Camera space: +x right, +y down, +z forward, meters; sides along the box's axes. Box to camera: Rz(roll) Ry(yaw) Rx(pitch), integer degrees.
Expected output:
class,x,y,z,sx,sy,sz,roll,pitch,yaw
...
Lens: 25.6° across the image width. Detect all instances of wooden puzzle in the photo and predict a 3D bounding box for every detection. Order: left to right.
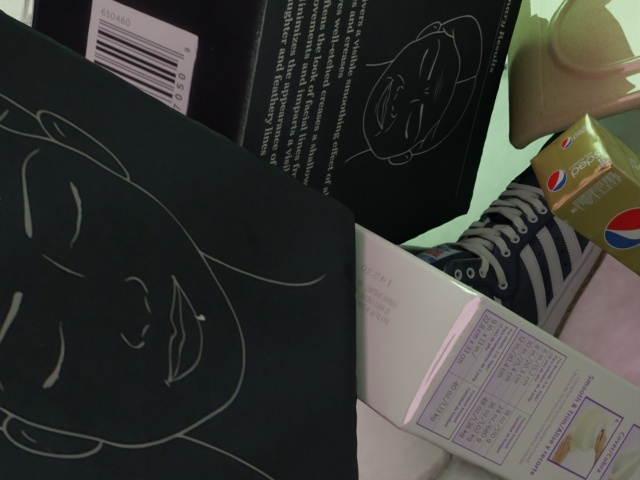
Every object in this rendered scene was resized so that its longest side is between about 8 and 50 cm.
class,x,y,z,sx,sy,sz,roll,pitch,yaw
wooden puzzle,0.318,-0.246,1.205,0.348,0.080,0.322,-19,51,31

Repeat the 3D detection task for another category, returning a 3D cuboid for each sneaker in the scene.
class,x,y,z,sx,sy,sz,roll,pitch,yaw
sneaker,0.146,-0.001,1.175,0.099,0.153,0.282,10,71,53

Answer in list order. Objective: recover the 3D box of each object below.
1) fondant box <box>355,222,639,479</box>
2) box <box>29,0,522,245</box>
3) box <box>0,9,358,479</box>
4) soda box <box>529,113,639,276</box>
class,x,y,z,sx,sy,sz,roll,pitch,yaw
fondant box,0.123,0.099,0.975,0.238,0.330,0.096,31,92,54
box,-0.026,-0.144,1.131,0.212,0.395,0.293,25,117,28
box,-0.242,0.135,0.706,0.297,0.472,0.480,-29,46,36
soda box,0.239,-0.018,1.057,0.058,0.181,0.061,-40,40,23
